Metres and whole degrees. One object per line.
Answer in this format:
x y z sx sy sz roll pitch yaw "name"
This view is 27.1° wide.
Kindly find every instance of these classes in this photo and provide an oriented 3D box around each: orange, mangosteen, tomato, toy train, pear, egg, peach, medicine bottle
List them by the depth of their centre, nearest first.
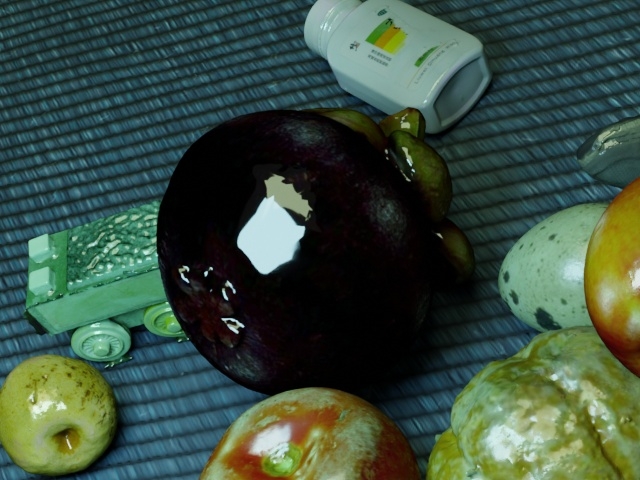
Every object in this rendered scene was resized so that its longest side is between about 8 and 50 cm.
0.421 0.022 1.434 0.245 0.249 0.274 -47 15 36 "peach"
0.276 0.216 1.507 0.369 0.210 0.271 -31 26 -8 "orange"
-0.006 0.313 1.555 0.270 0.222 0.270 -16 40 14 "tomato"
0.327 0.044 1.653 0.228 0.177 0.177 -9 51 33 "egg"
0.000 0.000 1.718 0.382 0.382 0.435 25 39 35 "mangosteen"
-0.364 0.234 1.818 0.178 0.178 0.178 -11 52 15 "pear"
-0.283 0.059 1.886 0.272 0.188 0.159 -17 49 13 "toy train"
0.110 -0.284 2.033 0.161 0.111 0.296 -45 50 -13 "medicine bottle"

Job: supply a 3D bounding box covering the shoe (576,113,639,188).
0.466 -0.047 1.631 0.337 0.132 0.171 6 64 -24 "shoe"
